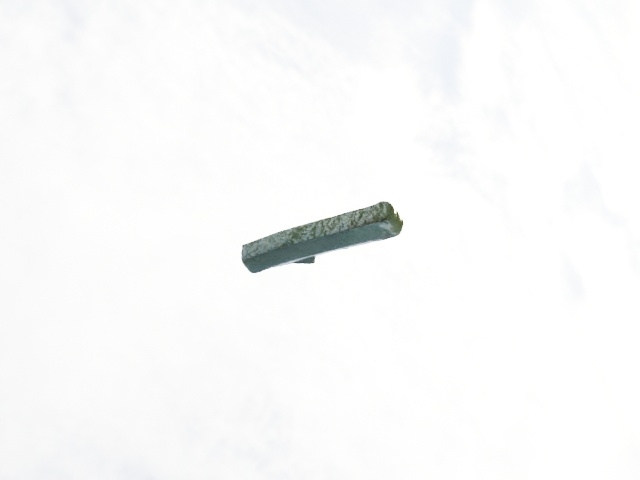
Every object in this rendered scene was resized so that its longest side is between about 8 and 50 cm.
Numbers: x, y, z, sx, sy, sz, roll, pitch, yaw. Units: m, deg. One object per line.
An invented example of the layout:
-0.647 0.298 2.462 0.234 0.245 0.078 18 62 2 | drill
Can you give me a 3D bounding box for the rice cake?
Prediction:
0.000 0.000 1.019 0.042 0.180 0.030 49 -144 -42 | rice cake
